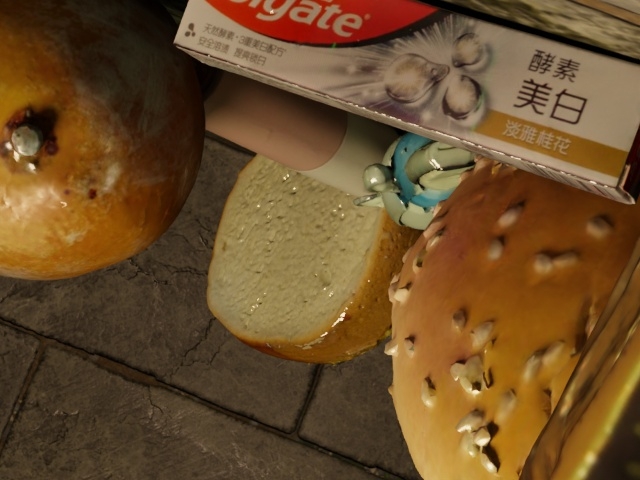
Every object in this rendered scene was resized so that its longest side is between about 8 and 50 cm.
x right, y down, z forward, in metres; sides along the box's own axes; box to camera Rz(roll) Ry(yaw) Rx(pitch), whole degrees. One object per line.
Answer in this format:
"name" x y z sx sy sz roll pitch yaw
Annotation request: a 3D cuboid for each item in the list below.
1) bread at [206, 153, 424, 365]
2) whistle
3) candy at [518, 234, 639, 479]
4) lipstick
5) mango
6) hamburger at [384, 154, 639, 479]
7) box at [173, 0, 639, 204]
"bread" 0.000 0.000 1.250 0.236 0.236 0.070 22 179 45
"whistle" 0.083 -0.053 1.032 0.114 0.077 0.236 -8 175 -2
"candy" 0.118 0.068 0.471 0.143 0.271 0.101 26 -170 1
"lipstick" -0.026 -0.094 1.058 0.070 0.070 0.254 22 180 34
"mango" -0.190 -0.089 0.878 0.221 0.199 0.384 20 -178 -19
"hamburger" 0.189 0.132 0.627 0.445 0.287 0.268 22 153 33
"box" 0.040 -0.075 0.599 0.218 0.055 0.039 22 179 24
